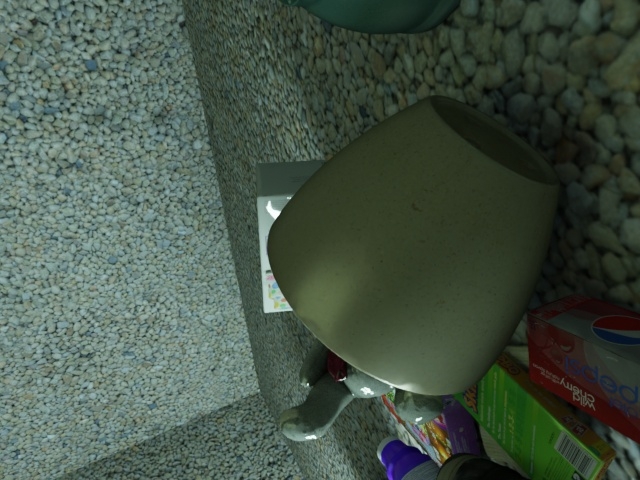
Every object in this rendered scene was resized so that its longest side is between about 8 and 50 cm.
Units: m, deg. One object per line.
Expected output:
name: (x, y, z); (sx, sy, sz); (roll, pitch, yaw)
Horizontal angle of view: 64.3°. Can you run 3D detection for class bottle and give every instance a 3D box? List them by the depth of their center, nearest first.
bottle: (0.217, 0.514, 1.071); (0.283, 0.118, 0.092); (23, 129, 63)

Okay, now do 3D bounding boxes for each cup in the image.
cup: (0.133, -0.026, 0.606); (0.331, 0.331, 0.237); (57, 131, 35)

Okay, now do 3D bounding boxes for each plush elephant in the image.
plush elephant: (0.065, 0.130, 0.861); (0.271, 0.330, 0.255); (-18, 104, 31)

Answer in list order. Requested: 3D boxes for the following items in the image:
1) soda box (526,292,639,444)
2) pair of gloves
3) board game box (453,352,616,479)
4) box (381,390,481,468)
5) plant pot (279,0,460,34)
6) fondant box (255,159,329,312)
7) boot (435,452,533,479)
soda box: (0.320, 0.137, 0.473); (0.263, 0.083, 0.092); (-150, 47, -63)
pair of gloves: (0.286, 0.263, 0.783); (0.204, 0.042, 0.240); (-4, 104, 69)
board game box: (0.270, 0.238, 0.714); (0.259, 0.039, 0.124); (43, 139, 45)
box: (0.195, 0.318, 0.999); (0.293, 0.057, 0.201); (37, 147, 62)
plant pot: (0.033, -0.400, 0.640); (0.293, 0.196, 0.293); (53, 154, 41)
fondant box: (0.000, 0.000, 0.993); (0.330, 0.238, 0.096); (93, 170, -45)
boot: (0.234, 0.455, 0.589); (0.284, 0.138, 0.377); (140, 148, -62)
